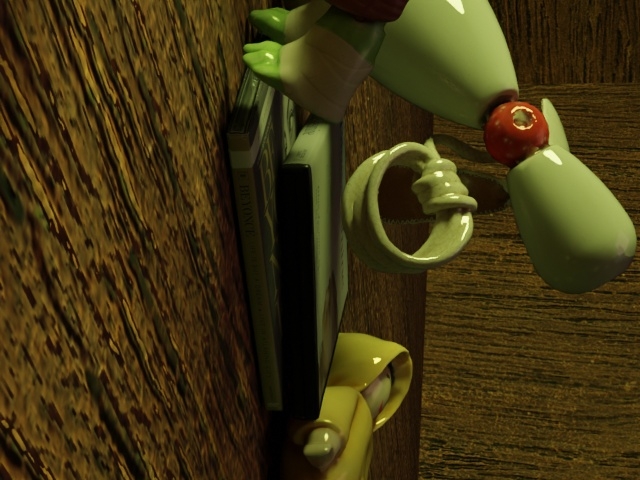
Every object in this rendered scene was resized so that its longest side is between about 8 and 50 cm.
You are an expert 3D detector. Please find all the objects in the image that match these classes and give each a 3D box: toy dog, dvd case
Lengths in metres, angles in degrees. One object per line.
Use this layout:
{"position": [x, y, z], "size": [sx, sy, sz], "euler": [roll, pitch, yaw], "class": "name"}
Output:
{"position": [0.088, -0.098, 0.901], "size": [0.161, 0.220, 0.334], "euler": [116, -34, -64], "class": "toy dog"}
{"position": [0.000, 0.000, 0.917], "size": [0.253, 0.022, 0.180], "euler": [-72, 161, -71], "class": "dvd case"}
{"position": [-0.030, -0.021, 0.830], "size": [0.164, 0.018, 0.221], "euler": [-80, 167, -53], "class": "dvd case"}

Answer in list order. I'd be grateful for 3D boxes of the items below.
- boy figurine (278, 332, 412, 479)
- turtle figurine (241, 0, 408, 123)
{"position": [0.014, 0.185, 0.906], "size": [0.285, 0.092, 0.177], "euler": [-75, 161, -50], "class": "boy figurine"}
{"position": [0.028, -0.222, 0.689], "size": [0.274, 0.266, 0.198], "euler": [17, 29, -43], "class": "turtle figurine"}
